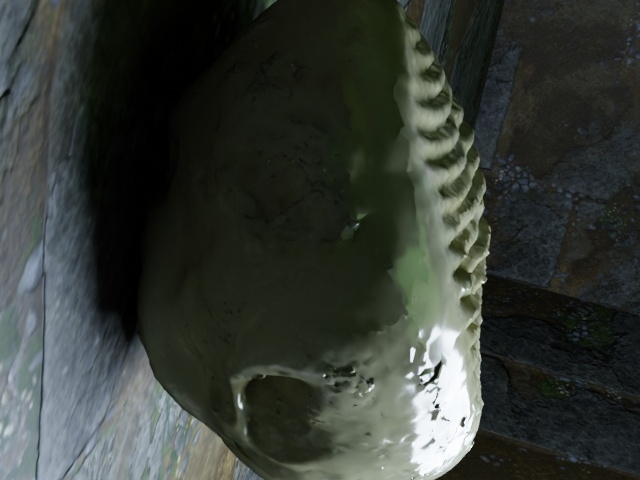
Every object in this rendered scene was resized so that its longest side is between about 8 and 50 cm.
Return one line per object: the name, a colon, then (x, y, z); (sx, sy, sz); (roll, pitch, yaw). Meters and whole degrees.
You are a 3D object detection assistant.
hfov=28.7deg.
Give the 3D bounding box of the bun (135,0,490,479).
bun: (0.000, 0.000, 0.861); (0.326, 0.235, 0.362); (-73, 157, -48)
